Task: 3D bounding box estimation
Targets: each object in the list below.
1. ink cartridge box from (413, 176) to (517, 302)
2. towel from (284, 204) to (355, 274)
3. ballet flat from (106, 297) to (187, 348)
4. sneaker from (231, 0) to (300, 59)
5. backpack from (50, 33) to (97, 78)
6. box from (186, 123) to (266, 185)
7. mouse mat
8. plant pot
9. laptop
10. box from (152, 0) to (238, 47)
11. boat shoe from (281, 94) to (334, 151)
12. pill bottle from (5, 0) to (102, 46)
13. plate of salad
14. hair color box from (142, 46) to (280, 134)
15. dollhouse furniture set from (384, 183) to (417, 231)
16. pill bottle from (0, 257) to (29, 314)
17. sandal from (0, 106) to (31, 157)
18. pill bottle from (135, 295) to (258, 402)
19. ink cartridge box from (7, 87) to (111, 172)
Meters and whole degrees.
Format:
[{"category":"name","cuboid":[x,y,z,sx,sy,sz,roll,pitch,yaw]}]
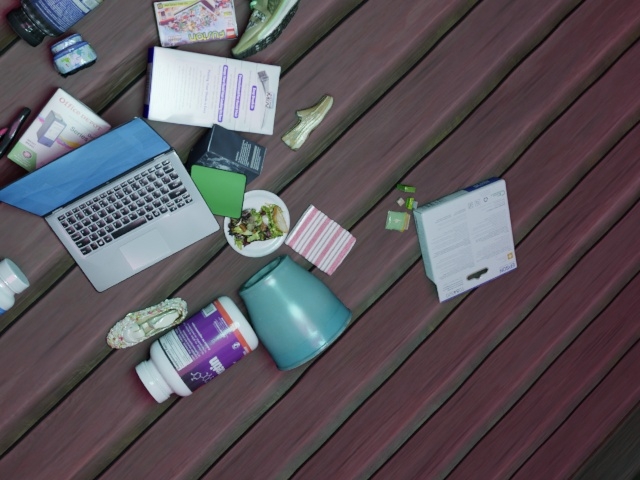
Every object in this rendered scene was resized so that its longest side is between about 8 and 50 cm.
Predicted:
[{"category":"ink cartridge box","cuboid":[0.483,-0.003,2.257,0.324,0.071,0.330,-21,114,-17]},{"category":"towel","cuboid":[0.000,0.000,2.079,0.197,0.029,0.144,37,88,-24]},{"category":"ballet flat","cuboid":[-0.483,0.233,1.907,0.240,0.077,0.091,-29,114,-13]},{"category":"sneaker","cuboid":[-0.138,-0.668,1.807,0.182,0.158,0.410,34,86,-6]},{"category":"backpack","cuboid":[-0.602,-0.450,1.659,0.105,0.114,0.084,-32,113,-12]},{"category":"box","cuboid":[-0.256,-0.213,1.831,0.158,0.156,0.093,24,59,-25]},{"category":"mouse mat","cuboid":[-0.281,-0.130,1.850,0.152,0.007,0.190,11,140,-5]},{"category":"plant pot","cuboid":[-0.092,0.189,1.973,0.271,0.271,0.255,-38,99,-10]},{"category":"laptop","cuboid":[-0.503,-0.067,1.688,0.381,0.236,0.408,-27,115,0]},{"category":"box","cuboid":[-0.325,-0.573,1.787,0.206,0.036,0.114,-14,109,-19]},{"category":"boat shoe","cuboid":[-0.039,-0.348,1.953,0.072,0.068,0.190,38,87,-14]},{"category":"pill bottle","cuboid":[-0.622,-0.560,1.608,0.219,0.123,0.123,-37,115,4]},{"category":"plate of salad","cuboid":[-0.180,-0.046,1.978,0.199,0.048,0.200,-6,106,-21]},{"category":"hair color box","cuboid":[-0.288,-0.394,1.811,0.338,0.110,0.185,4,101,-22]},{"category":"dollhouse furniture set","cuboid":[0.259,-0.097,2.143,0.076,0.058,0.152,5,101,-23]},{"category":"pill bottle","cuboid":[-0.849,0.147,1.705,0.221,0.124,0.124,-37,114,-9]},{"category":"sandal","cuboid":[-0.773,-0.255,1.670,0.040,0.067,0.179,32,83,-18]},{"category":"pill bottle","cuboid":[-0.348,0.312,1.926,0.322,0.181,0.182,-35,114,-11]},{"category":"ink cartridge box","cuboid":[-0.649,-0.252,1.703,0.154,0.093,0.212,38,86,-25]}]
